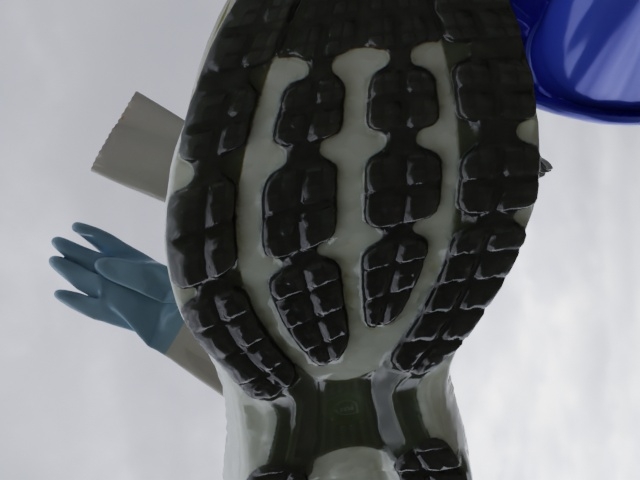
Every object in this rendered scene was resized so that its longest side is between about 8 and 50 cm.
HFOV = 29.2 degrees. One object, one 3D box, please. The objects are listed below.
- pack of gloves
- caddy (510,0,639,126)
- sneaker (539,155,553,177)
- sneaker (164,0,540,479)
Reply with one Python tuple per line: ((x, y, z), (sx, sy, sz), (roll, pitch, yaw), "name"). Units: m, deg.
((-0.111, 0.011, 1.092), (0.195, 0.232, 0.046), (-59, 3, 2), "pack of gloves")
((0.195, -0.216, 0.647), (0.241, 0.341, 0.179), (46, 167, 17), "caddy")
((0.156, -0.008, 1.371), (0.105, 0.281, 0.115), (-15, -130, -44), "sneaker")
((0.000, 0.000, 0.617), (0.182, 0.158, 0.410), (-102, 12, -48), "sneaker")
